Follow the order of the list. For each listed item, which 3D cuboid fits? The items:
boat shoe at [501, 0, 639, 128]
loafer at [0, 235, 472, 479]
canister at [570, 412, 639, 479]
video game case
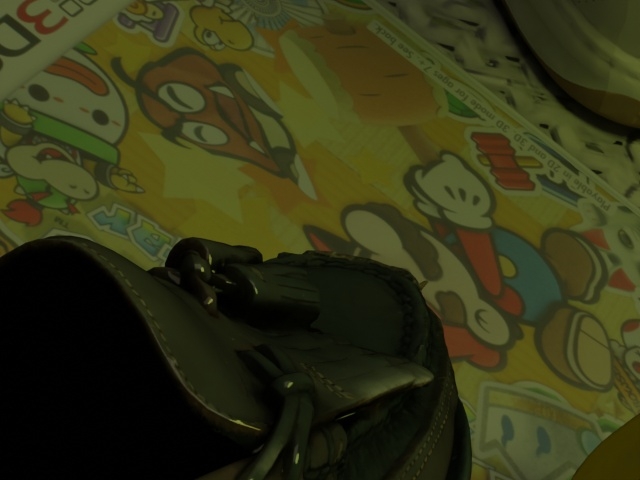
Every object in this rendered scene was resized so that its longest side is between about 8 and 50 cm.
[{"bbox_3d":[0.084,-0.169,0.719,0.098,0.096,0.277,-5,53,-40],"label":"boat shoe"},{"bbox_3d":[-0.043,0.040,0.332,0.096,0.084,0.267,10,22,25],"label":"loafer"},{"bbox_3d":[0.132,0.122,0.451,0.170,0.073,0.126,34,39,-18],"label":"canister"},{"bbox_3d":[0.000,0.000,0.533,0.227,0.026,0.206,39,37,2],"label":"video game case"}]
